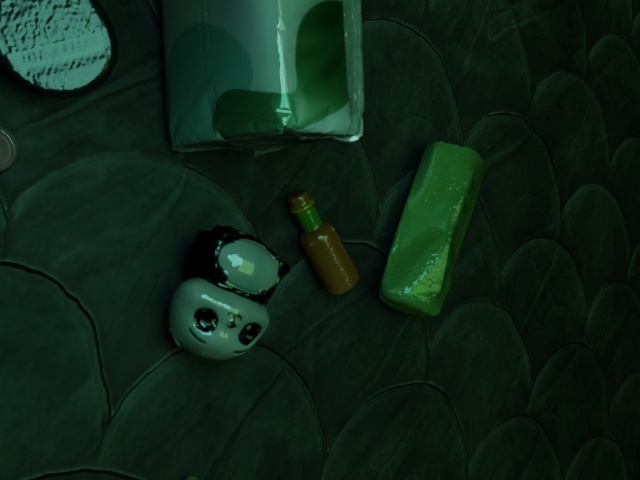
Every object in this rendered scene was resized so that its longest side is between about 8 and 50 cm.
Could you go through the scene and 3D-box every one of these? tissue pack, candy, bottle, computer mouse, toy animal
[{"bbox_3d":[-0.084,-0.300,0.974,0.194,0.266,0.357,-5,94,-44],"label":"tissue pack"},{"bbox_3d":[0.214,-0.022,1.375,0.142,0.132,0.344,87,23,-74],"label":"candy"},{"bbox_3d":[0.000,0.000,1.199,0.069,0.069,0.187,-43,118,-34],"label":"bottle"},{"bbox_3d":[-0.341,-0.297,0.850,0.147,0.088,0.264,-19,105,-25],"label":"computer mouse"},{"bbox_3d":[-0.129,0.086,1.028,0.166,0.138,0.179,27,66,-24],"label":"toy animal"}]

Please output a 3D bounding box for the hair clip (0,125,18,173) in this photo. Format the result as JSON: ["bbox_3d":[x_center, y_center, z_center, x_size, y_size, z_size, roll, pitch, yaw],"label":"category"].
[{"bbox_3d":[-0.417,-0.103,0.770,0.138,0.102,0.123,-42,116,-34],"label":"hair clip"}]

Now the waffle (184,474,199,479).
[{"bbox_3d":[-0.182,0.471,1.044,0.214,0.054,0.208,50,62,-26],"label":"waffle"}]
